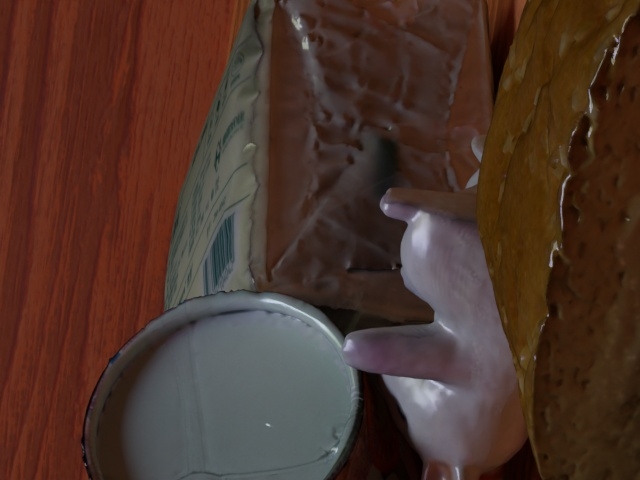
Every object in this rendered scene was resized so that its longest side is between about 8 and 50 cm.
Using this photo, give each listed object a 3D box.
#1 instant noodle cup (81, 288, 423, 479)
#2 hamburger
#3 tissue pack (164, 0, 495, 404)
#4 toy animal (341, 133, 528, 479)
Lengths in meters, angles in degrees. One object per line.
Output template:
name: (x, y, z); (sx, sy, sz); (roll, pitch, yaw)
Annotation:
instant noodle cup: (-0.039, 0.173, 1.355); (0.231, 0.243, 0.243); (67, -162, -52)
hamburger: (0.159, -0.031, 0.906); (0.209, 0.162, 0.330); (-114, 29, -67)
tissue pack: (0.000, 0.000, 1.566); (0.380, 0.207, 0.297); (120, 155, -63)
toy animal: (0.085, 0.075, 1.252); (0.140, 0.138, 0.282); (-38, -27, -55)
